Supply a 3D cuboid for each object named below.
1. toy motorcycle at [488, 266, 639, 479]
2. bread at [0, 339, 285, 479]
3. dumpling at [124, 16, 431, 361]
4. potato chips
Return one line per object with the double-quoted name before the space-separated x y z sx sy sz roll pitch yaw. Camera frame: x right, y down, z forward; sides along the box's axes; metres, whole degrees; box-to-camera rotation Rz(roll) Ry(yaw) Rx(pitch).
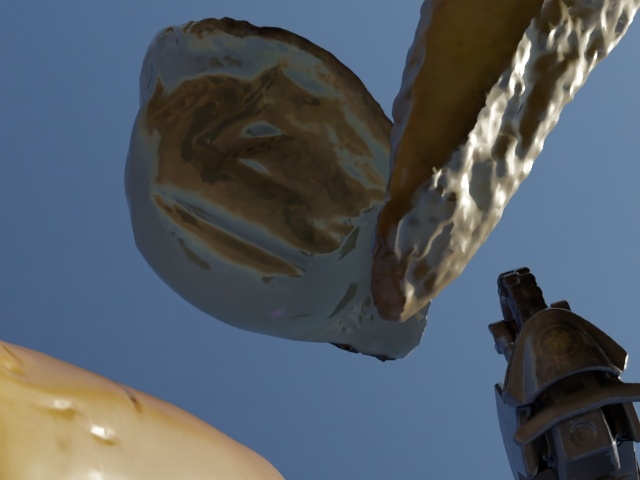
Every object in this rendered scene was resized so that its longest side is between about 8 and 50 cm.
"toy motorcycle" 0.142 0.117 0.944 0.080 0.215 0.122 -18 -179 -2
"bread" -0.057 0.092 0.396 0.077 0.200 0.116 -12 -111 19
"dumpling" -0.025 -0.048 1.253 0.243 0.227 0.175 16 -142 1
"potato chips" 0.138 -0.141 0.586 0.407 0.057 0.080 -44 -124 -8
